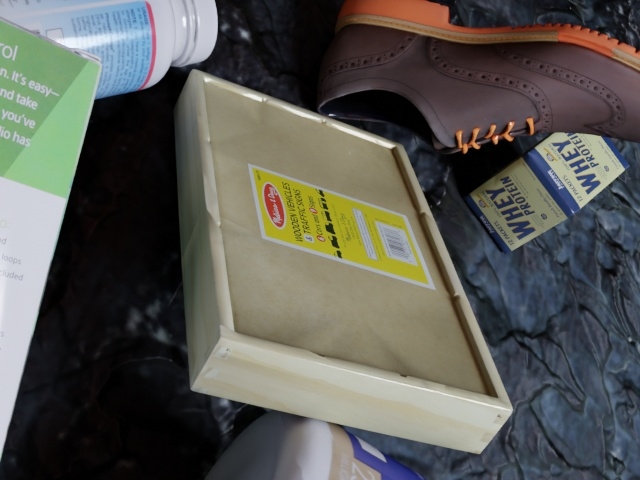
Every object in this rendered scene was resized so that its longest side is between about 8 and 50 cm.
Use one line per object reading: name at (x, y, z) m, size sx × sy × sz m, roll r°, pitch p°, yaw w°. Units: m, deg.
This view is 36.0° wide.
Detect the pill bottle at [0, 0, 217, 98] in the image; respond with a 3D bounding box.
pill bottle at (-0.147, -0.129, 0.603) m, size 0.160 × 0.087 × 0.087 m, roll -19°, pitch 79°, yaw -35°

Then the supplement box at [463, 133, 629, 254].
supplement box at (0.171, -0.044, 0.752) m, size 0.083 × 0.083 × 0.056 m, roll -35°, pitch 87°, yaw -36°

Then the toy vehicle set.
toy vehicle set at (0.000, 0.000, 0.585) m, size 0.166 × 0.035 × 0.267 m, roll 17°, pitch 32°, yaw -22°

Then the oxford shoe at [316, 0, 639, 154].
oxford shoe at (0.127, -0.095, 0.695) m, size 0.271 × 0.097 × 0.098 m, roll 15°, pitch 72°, yaw 22°

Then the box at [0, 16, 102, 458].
box at (-0.231, 0.036, 0.394) m, size 0.232 × 0.058 × 0.322 m, roll 21°, pitch 79°, yaw -45°

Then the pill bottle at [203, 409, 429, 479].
pill bottle at (0.054, 0.214, 0.524) m, size 0.265 × 0.153 × 0.153 m, roll 33°, pitch 56°, yaw -14°
